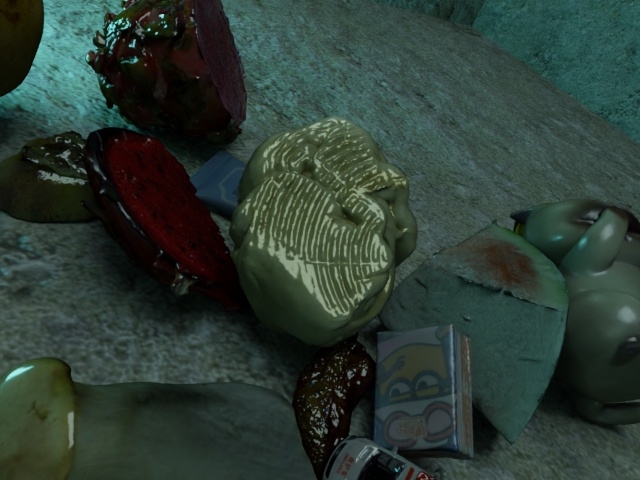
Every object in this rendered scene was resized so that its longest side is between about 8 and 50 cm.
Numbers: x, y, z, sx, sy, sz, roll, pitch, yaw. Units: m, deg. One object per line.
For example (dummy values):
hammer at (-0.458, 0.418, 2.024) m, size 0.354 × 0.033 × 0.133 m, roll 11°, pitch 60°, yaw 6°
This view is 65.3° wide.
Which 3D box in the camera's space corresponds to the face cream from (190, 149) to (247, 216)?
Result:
face cream at (-0.060, -0.044, 0.888) m, size 0.385 × 0.086 × 0.136 m, roll 28°, pitch 52°, yaw 11°

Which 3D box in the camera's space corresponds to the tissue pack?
tissue pack at (0.128, 0.191, 0.634) m, size 0.065 × 0.115 × 0.155 m, roll 37°, pitch 49°, yaw -42°

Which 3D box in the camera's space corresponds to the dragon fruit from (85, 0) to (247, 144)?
dragon fruit at (-0.306, -0.333, 0.991) m, size 0.262 × 0.296 × 0.314 m, roll -13°, pitch 42°, yaw 9°

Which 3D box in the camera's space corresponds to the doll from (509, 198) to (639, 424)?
doll at (0.451, 0.084, 0.807) m, size 0.214 × 0.226 × 0.370 m, roll 6°, pitch 60°, yaw -4°

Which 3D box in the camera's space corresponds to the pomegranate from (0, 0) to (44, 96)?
pomegranate at (-0.629, -0.383, 0.711) m, size 0.416 × 0.417 × 0.417 m, roll 15°, pitch 38°, yaw -12°

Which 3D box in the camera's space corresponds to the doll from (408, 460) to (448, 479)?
doll at (0.115, 0.290, 0.610) m, size 0.085 × 0.040 × 0.058 m, roll -11°, pitch 61°, yaw -31°

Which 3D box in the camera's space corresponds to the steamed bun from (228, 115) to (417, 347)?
steamed bun at (-0.003, 0.002, 0.729) m, size 0.276 × 0.203 × 0.289 m, roll -24°, pitch 73°, yaw -22°

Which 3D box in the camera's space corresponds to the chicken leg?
chicken leg at (0.018, 0.200, 0.649) m, size 0.105 × 0.063 × 0.234 m, roll 27°, pitch 39°, yaw 12°

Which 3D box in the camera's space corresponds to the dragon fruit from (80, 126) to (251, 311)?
dragon fruit at (-0.250, -0.043, 0.721) m, size 0.344 × 0.100 × 0.282 m, roll 58°, pitch 7°, yaw 33°

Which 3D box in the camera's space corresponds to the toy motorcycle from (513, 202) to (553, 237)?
toy motorcycle at (0.525, 0.034, 1.059) m, size 0.206 × 0.142 × 0.342 m, roll 9°, pitch 38°, yaw -18°

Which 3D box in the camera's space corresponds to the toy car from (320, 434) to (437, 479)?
toy car at (0.100, 0.285, 0.520) m, size 0.209 × 0.108 × 0.089 m, roll 33°, pitch 65°, yaw 6°

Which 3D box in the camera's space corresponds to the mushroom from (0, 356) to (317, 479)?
mushroom at (-0.128, 0.190, 0.448) m, size 0.159 × 0.122 × 0.328 m, roll 30°, pitch -2°, yaw 40°

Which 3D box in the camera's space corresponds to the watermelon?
watermelon at (0.214, 0.109, 0.763) m, size 0.258 × 0.228 × 0.387 m, roll 9°, pitch 33°, yaw -4°

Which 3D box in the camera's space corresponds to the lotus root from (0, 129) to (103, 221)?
lotus root at (-0.409, -0.114, 0.789) m, size 0.203 × 0.078 × 0.183 m, roll -3°, pitch 44°, yaw -29°
